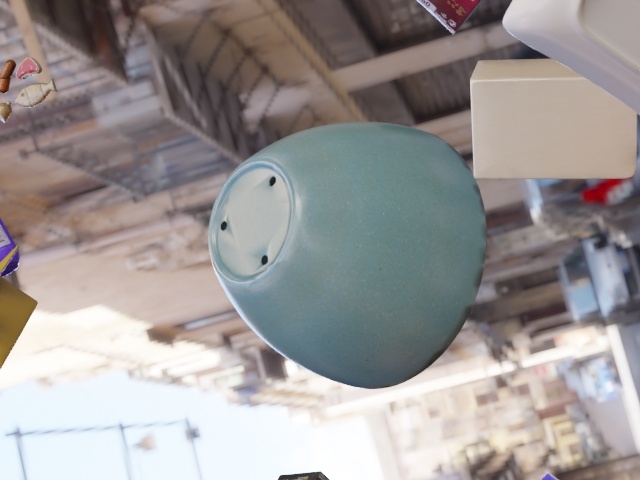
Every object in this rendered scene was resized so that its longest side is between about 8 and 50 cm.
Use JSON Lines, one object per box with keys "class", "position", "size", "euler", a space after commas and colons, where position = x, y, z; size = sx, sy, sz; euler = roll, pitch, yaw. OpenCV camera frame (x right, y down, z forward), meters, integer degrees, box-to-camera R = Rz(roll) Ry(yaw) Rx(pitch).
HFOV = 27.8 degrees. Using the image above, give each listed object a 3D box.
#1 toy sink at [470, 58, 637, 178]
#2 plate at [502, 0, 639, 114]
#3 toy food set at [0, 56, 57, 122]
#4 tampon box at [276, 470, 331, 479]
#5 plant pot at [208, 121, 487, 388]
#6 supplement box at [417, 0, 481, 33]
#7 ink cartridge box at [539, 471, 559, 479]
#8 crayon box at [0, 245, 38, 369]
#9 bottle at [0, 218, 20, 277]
{"class": "toy sink", "position": [0.344, -0.181, 1.895], "size": [0.131, 0.234, 0.152], "euler": [-59, -34, -65]}
{"class": "plate", "position": [0.361, -0.268, 1.303], "size": [0.277, 0.278, 0.045], "euler": [26, -166, -30]}
{"class": "toy food set", "position": [-0.404, -0.196, 1.659], "size": [0.077, 0.122, 0.019], "euler": [64, -164, 7]}
{"class": "tampon box", "position": [-0.027, 0.462, 2.022], "size": [0.120, 0.101, 0.161], "euler": [45, -127, -23]}
{"class": "plant pot", "position": [0.000, 0.000, 1.349], "size": [0.195, 0.290, 0.290], "euler": [15, -126, -43]}
{"class": "supplement box", "position": [0.197, -0.400, 1.853], "size": [0.130, 0.073, 0.239], "euler": [42, 165, 1]}
{"class": "ink cartridge box", "position": [0.326, 0.409, 1.665], "size": [0.206, 0.045, 0.208], "euler": [38, 148, 9]}
{"class": "crayon box", "position": [-0.479, 0.172, 1.678], "size": [0.081, 0.318, 0.202], "euler": [38, -162, -11]}
{"class": "bottle", "position": [-0.672, -0.052, 2.415], "size": [0.282, 0.118, 0.092], "euler": [58, 160, 9]}
